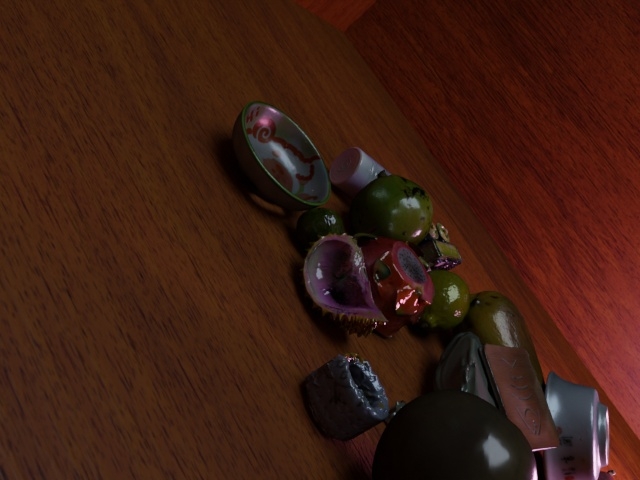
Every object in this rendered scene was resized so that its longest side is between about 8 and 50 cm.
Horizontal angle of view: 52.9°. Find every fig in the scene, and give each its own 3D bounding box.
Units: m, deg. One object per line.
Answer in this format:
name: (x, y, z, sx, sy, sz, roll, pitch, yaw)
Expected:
fig: (0.000, 0.000, 1.636, 0.123, 0.123, 0.156, 14, 71, -55)

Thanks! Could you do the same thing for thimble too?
thimble: (0.049, 0.304, 1.252, 0.127, 0.118, 0.151, 15, 43, -54)

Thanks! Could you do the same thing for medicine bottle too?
medicine bottle: (0.164, -0.186, 2.157, 0.254, 0.152, 0.152, 35, 28, -35)

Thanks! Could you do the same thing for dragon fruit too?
dragon fruit: (0.178, 0.098, 1.707, 0.290, 0.189, 0.291, 41, 24, -23)

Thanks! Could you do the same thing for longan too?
longan: (0.244, 0.436, 1.184, 0.319, 0.319, 0.319, 40, 25, -23)

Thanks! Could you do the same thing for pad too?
pad: (0.538, 0.417, 1.718, 0.286, 0.018, 0.284, 14, 53, -46)

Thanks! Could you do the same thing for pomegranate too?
pomegranate: (0.237, -0.049, 1.991, 0.341, 0.260, 0.260, 62, 24, 7)

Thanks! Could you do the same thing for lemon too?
lemon: (0.349, 0.181, 1.909, 0.184, 0.184, 0.248, 50, 32, -2)

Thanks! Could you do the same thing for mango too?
mango: (0.561, 0.370, 1.992, 0.445, 0.220, 0.301, 68, 20, 7)

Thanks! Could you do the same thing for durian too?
durian: (0.034, 0.107, 1.516, 0.186, 0.154, 0.261, 16, 45, -17)

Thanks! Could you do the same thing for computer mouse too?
computer mouse: (0.382, 0.401, 1.675, 0.228, 0.145, 0.429, 58, 24, -10)

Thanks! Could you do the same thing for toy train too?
toy train: (0.391, 0.028, 2.293, 0.261, 0.134, 0.178, 10, 54, -56)

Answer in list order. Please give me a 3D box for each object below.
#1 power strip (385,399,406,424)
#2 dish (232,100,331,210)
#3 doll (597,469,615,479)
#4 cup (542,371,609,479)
power strip: (0.238, 0.481, 1.440, 0.268, 0.034, 0.092, 54, 22, 8)
dish: (-0.124, -0.198, 1.693, 0.324, 0.124, 0.324, 37, 33, -30)
doll: (0.906, 0.846, 1.984, 0.196, 0.152, 0.256, -23, 55, -34)
cup: (0.765, 0.570, 1.910, 0.347, 0.163, 0.347, -1, 90, -64)
